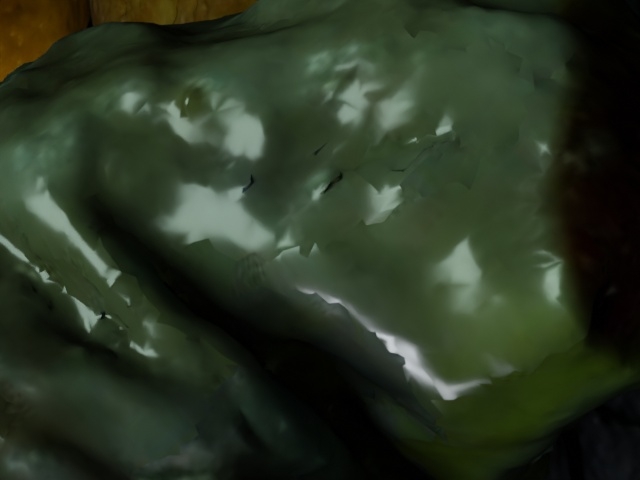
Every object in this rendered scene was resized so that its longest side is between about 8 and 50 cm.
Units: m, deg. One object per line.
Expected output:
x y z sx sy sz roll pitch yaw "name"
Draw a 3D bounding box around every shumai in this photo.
0.000 0.000 0.633 0.263 0.309 0.304 -44 59 13 "shumai"

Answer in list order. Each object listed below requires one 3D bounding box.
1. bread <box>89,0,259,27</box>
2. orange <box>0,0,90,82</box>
-0.012 -0.159 0.705 0.235 0.099 0.210 -19 81 58 "bread"
-0.196 -0.117 0.826 0.193 0.219 0.219 44 126 24 "orange"
